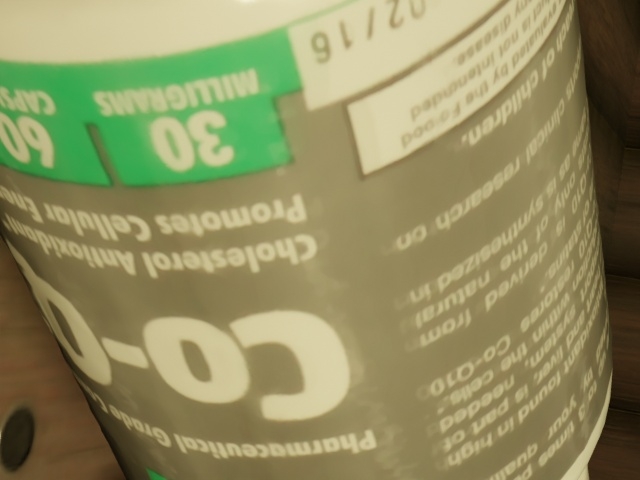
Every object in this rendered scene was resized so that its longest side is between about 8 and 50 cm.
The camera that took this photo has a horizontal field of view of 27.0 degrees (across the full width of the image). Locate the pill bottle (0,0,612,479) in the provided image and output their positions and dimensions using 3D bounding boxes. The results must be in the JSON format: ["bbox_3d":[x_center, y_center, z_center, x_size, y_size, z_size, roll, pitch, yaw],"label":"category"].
[{"bbox_3d":[0.000,0.000,0.486,0.361,0.204,0.204,73,30,-42],"label":"pill bottle"}]
